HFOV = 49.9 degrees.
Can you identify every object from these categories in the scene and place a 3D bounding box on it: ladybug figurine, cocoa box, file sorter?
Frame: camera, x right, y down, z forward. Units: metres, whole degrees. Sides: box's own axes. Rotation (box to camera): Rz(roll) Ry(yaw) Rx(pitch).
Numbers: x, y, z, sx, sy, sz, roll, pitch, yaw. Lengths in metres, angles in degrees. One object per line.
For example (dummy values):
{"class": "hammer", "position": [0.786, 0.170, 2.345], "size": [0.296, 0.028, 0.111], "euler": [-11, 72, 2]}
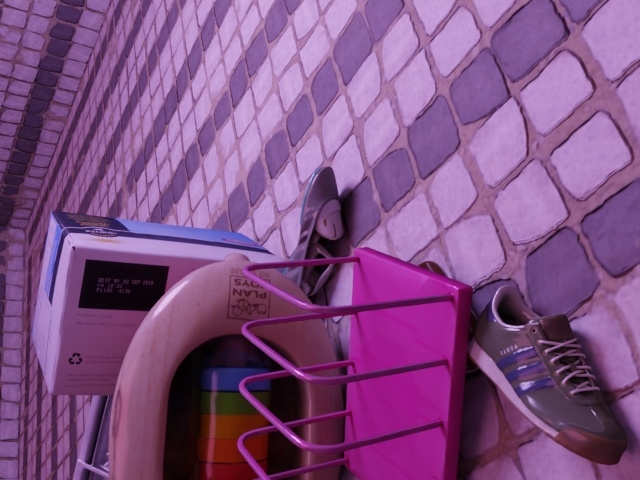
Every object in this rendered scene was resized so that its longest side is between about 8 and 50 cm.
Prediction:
{"class": "ladybug figurine", "position": [-0.126, 0.242, 0.927], "size": [0.162, 0.305, 0.448], "euler": [153, 124, -69]}
{"class": "cocoa box", "position": [-0.261, 0.100, 1.115], "size": [0.228, 0.347, 0.231], "euler": [28, 108, 58]}
{"class": "file sorter", "position": [0.020, 0.173, 0.748], "size": [0.202, 0.182, 0.290], "euler": [22, 112, 60]}

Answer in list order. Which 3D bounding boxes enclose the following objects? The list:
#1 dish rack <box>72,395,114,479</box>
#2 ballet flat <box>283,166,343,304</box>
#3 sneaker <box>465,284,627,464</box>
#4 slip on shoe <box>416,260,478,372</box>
{"class": "dish rack", "position": [-0.296, 0.384, 1.263], "size": [0.286, 0.072, 0.332], "euler": [20, 104, 17]}
{"class": "ballet flat", "position": [0.000, 0.000, 1.002], "size": [0.068, 0.072, 0.213], "euler": [27, 109, 29]}
{"class": "sneaker", "position": [0.205, 0.109, 0.625], "size": [0.192, 0.064, 0.086], "euler": [45, 126, 56]}
{"class": "slip on shoe", "position": [0.142, 0.086, 0.764], "size": [0.052, 0.041, 0.135], "euler": [-28, 62, 0]}
